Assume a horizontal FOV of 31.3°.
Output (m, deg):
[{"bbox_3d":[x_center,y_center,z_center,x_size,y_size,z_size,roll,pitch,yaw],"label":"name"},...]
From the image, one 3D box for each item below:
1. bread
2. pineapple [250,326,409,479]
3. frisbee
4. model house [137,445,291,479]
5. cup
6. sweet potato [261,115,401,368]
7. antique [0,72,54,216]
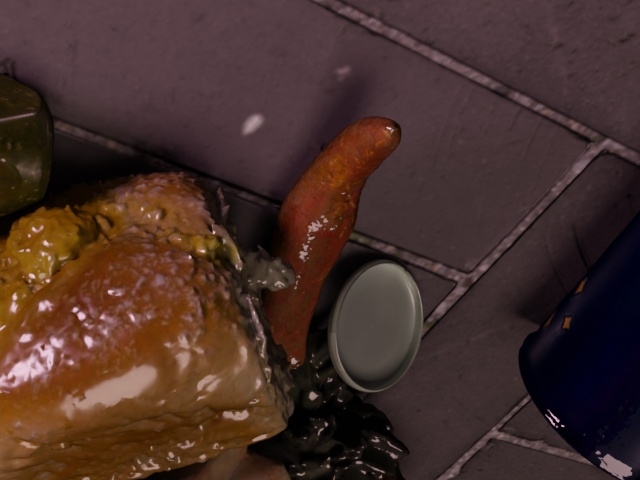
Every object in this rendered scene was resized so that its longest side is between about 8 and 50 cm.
[{"bbox_3d":[-0.136,0.051,0.778,0.246,0.195,0.176,-16,143,-4],"label":"bread"},{"bbox_3d":[-0.002,0.205,1.018,0.170,0.141,0.310,-5,126,22],"label":"pineapple"},{"bbox_3d":[0.046,0.069,0.932,0.014,0.110,0.110,7,155,44],"label":"frisbee"},{"bbox_3d":[-0.169,0.303,0.893,0.245,0.280,0.312,18,141,26],"label":"model house"},{"bbox_3d":[0.320,0.039,0.965,0.178,0.255,0.256,35,120,3],"label":"cup"},{"bbox_3d":[-0.001,-0.010,0.841,0.058,0.078,0.255,6,133,-22],"label":"sweet potato"},{"bbox_3d":[-0.279,-0.060,0.707,0.221,0.080,0.081,2,131,-18],"label":"antique"}]
